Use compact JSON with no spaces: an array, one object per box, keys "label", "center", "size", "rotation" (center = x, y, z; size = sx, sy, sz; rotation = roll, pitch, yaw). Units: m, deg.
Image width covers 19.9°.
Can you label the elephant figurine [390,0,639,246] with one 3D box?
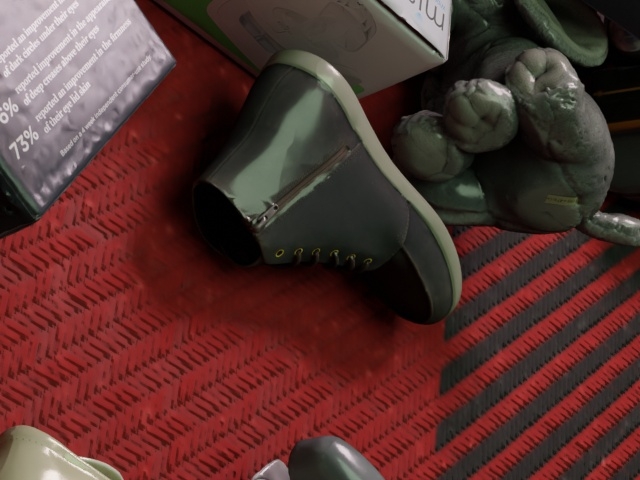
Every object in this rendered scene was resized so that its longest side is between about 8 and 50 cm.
[{"label":"elephant figurine","center":[0.122,-0.128,1.281],"size":[0.239,0.169,0.186],"rotation":[-93,172,-45]}]

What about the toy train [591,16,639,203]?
[{"label":"toy train","center":[0.346,-0.106,1.568],"size":[0.334,0.142,0.190],"rotation":[14,76,-50]}]

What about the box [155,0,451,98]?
[{"label":"box","center":[-0.032,-0.248,1.142],"size":[0.262,0.127,0.231],"rotation":[34,51,-39]}]

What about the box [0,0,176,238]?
[{"label":"box","center":[-0.194,-0.115,0.895],"size":[0.207,0.108,0.153],"rotation":[56,40,-18]}]

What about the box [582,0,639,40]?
[{"label":"box","center":[0.215,-0.332,1.356],"size":[0.296,0.182,0.294],"rotation":[36,37,10]}]

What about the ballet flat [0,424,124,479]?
[{"label":"ballet flat","center":[-0.082,0.169,0.945],"size":[0.248,0.086,0.086],"rotation":[38,48,-35]}]

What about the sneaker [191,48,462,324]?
[{"label":"sneaker","center":[0.000,0.000,1.135],"size":[0.118,0.083,0.222],"rotation":[-54,126,-27]}]

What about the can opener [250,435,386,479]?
[{"label":"can opener","center":[0.040,0.237,1.062],"size":[0.280,0.093,0.074],"rotation":[58,38,-25]}]
